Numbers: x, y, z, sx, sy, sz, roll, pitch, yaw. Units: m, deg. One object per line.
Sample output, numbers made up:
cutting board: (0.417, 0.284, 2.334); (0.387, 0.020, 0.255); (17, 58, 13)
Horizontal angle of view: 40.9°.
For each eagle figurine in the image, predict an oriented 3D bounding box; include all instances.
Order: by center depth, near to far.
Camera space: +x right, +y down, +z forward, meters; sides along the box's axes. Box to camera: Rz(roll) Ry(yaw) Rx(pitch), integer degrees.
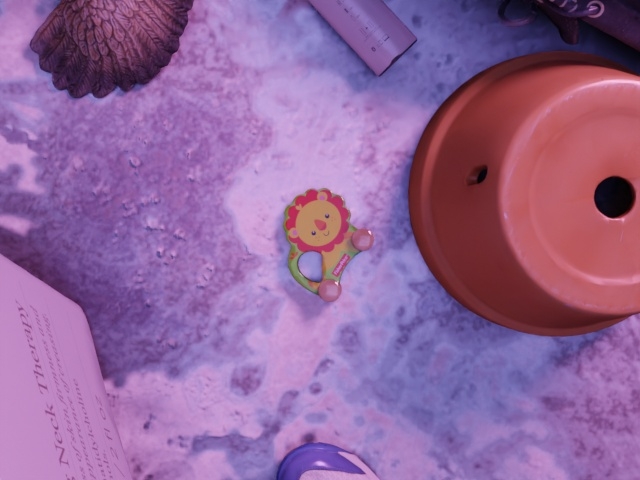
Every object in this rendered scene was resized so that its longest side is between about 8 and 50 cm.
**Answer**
eagle figurine: (-0.208, -0.294, 0.783); (0.226, 0.225, 0.298); (19, 82, -14)

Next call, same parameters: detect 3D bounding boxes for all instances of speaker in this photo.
speaker: (0.032, -0.231, 0.856); (0.055, 0.055, 0.136); (-44, 94, 1)

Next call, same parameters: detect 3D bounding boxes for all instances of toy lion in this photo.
toy lion: (0.000, 0.000, 0.884); (0.096, 0.034, 0.100); (32, 92, 3)

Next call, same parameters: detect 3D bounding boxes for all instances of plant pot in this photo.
plant pot: (0.239, -0.043, 0.803); (0.291, 0.203, 0.291); (0, 93, -2)

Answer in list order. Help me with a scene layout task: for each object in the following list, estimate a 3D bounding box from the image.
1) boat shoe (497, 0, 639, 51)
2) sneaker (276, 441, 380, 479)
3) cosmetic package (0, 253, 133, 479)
boat shoe: (0.230, -0.264, 0.768); (0.500, 0.156, 0.187); (21, 54, -6)
sneaker: (0.049, 0.343, 0.857); (0.112, 0.131, 0.296); (-28, 93, 2)
cosmetic package: (-0.359, 0.200, 0.649); (0.327, 0.393, 0.329); (-25, 67, 0)
